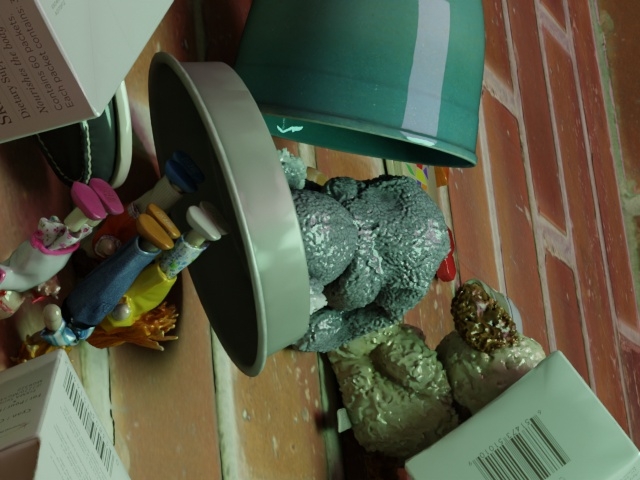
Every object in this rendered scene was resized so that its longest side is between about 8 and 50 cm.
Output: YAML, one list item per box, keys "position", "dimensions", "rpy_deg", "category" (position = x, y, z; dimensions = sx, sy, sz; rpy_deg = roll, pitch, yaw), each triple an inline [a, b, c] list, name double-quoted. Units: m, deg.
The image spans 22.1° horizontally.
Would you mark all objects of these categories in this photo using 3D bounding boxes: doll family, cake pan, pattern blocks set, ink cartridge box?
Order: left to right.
- position: [-0.156, 0.261, 1.148]
  dimensions: [0.261, 0.066, 0.296]
  rpy_deg: [-97, 164, -68]
  category: "ink cartridge box"
- position: [-0.165, 0.037, 1.272]
  dimensions: [0.118, 0.163, 0.263]
  rpy_deg: [49, 20, 6]
  category: "doll family"
- position: [-0.080, -0.028, 1.425]
  dimensions: [0.293, 0.054, 0.293]
  rpy_deg: [163, -90, -75]
  category: "cake pan"
- position: [0.117, -0.127, 2.224]
  dimensions: [0.285, 0.026, 0.325]
  rpy_deg: [38, 44, -58]
  category: "pattern blocks set"

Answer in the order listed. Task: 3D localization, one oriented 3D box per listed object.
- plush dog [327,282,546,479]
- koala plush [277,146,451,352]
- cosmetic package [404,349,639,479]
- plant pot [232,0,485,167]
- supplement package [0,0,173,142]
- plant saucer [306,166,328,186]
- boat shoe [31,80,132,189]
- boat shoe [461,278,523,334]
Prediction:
- position: [0.148, 0.166, 1.829]
  dimensions: [0.262, 0.225, 0.211]
  rpy_deg: [55, 20, -44]
  category: "plush dog"
- position: [0.000, 0.000, 1.677]
  dimensions: [0.221, 0.203, 0.196]
  rpy_deg: [13, 65, -53]
  category: "koala plush"
- position: [0.265, 0.299, 1.829]
  dimensions: [0.156, 0.217, 0.385]
  rpy_deg: [54, 0, 30]
  category: "cosmetic package"
- position: [0.052, -0.225, 1.680]
  dimensions: [0.271, 0.271, 0.255]
  rpy_deg: [15, 86, -66]
  category: "plant pot"
- position: [-0.257, -0.172, 0.997]
  dimensions: [0.198, 0.262, 0.199]
  rpy_deg: [-69, 141, -53]
  category: "supplement package"
- position: [0.001, -0.047, 1.906]
  dimensions: [0.083, 0.015, 0.083]
  rpy_deg: [-12, 90, -69]
  category: "plant saucer"
- position: [-0.245, -0.182, 1.251]
  dimensions: [0.113, 0.127, 0.340]
  rpy_deg: [-30, 117, -37]
  category: "boat shoe"
- position: [0.230, 0.186, 2.260]
  dimensions: [0.094, 0.109, 0.302]
  rpy_deg: [39, 32, -35]
  category: "boat shoe"
